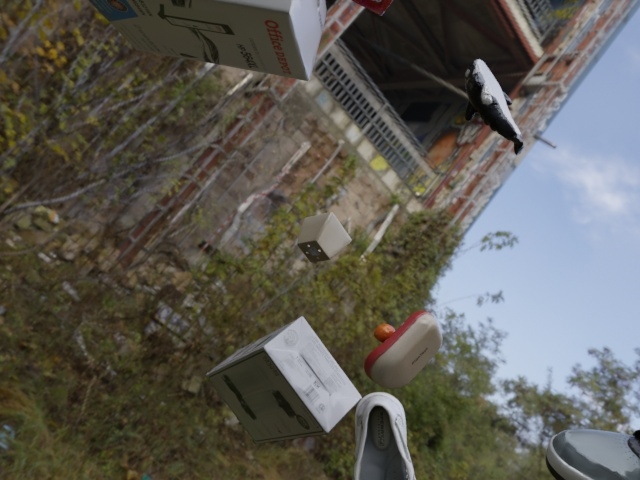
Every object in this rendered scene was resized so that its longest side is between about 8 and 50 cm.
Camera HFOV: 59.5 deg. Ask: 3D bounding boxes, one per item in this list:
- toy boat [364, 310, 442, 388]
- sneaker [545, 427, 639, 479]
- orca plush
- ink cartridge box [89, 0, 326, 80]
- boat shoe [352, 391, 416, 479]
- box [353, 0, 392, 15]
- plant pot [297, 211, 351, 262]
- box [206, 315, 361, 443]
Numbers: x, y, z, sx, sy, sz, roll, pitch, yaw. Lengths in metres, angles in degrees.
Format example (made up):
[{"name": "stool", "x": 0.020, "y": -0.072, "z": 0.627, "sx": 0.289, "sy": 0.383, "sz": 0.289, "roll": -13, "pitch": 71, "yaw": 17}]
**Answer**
[{"name": "toy boat", "x": 0.201, "y": 0.274, "z": 1.482, "sx": 0.151, "sy": 0.231, "sz": 0.151, "roll": 31, "pitch": -25, "yaw": 45}, {"name": "sneaker", "x": 0.388, "y": 0.187, "z": 0.546, "sx": 0.296, "sy": 0.178, "sz": 0.124, "roll": 6, "pitch": 18, "yaw": 13}, {"name": "orca plush", "x": 0.436, "y": -0.338, "z": 1.468, "sx": 0.151, "sy": 0.102, "sz": 0.287, "roll": -9, "pitch": 67, "yaw": -49}, {"name": "ink cartridge box", "x": -0.105, "y": -0.237, "z": 0.547, "sx": 0.203, "sy": 0.085, "sz": 0.148, "roll": 12, "pitch": -5, "yaw": 7}, {"name": "boat shoe", "x": 0.085, "y": 0.350, "z": 0.755, "sx": 0.096, "sy": 0.098, "sz": 0.277, "roll": 50, "pitch": 31, "yaw": -76}, {"name": "box", "x": 0.062, "y": -0.404, "z": 0.641, "sx": 0.128, "sy": 0.256, "sz": 0.122, "roll": 22, "pitch": -32, "yaw": -17}, {"name": "plant pot", "x": 0.000, "y": 0.000, "z": 1.542, "sx": 0.109, "sy": 0.096, "sz": 0.109, "roll": -10, "pitch": -55, "yaw": 42}, {"name": "box", "x": -0.077, "y": 0.250, "z": 0.966, "sx": 0.169, "sy": 0.087, "sz": 0.290, "roll": 53, "pitch": -36, "yaw": 1}]
